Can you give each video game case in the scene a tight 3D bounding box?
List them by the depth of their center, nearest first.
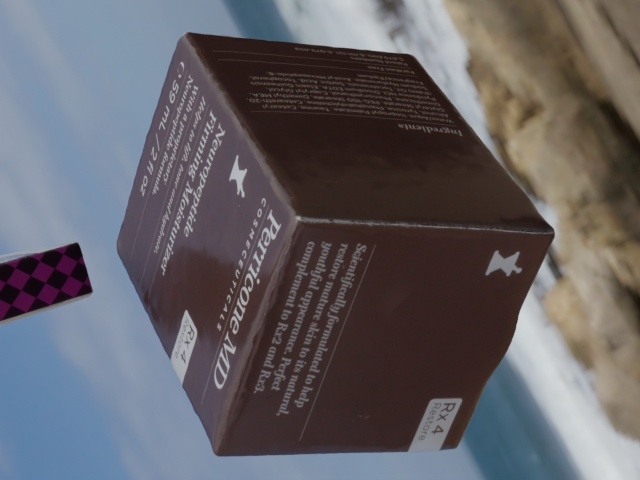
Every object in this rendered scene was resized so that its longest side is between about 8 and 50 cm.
[{"bbox_3d":[-0.292,0.054,1.023,0.210,0.232,0.042,-10,96,45],"label":"video game case"}]

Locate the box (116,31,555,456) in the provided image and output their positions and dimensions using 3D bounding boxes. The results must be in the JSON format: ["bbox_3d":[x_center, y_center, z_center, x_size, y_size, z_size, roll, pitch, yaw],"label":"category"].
[{"bbox_3d":[0.000,0.000,1.000,0.203,0.167,0.168,58,136,47],"label":"box"}]
